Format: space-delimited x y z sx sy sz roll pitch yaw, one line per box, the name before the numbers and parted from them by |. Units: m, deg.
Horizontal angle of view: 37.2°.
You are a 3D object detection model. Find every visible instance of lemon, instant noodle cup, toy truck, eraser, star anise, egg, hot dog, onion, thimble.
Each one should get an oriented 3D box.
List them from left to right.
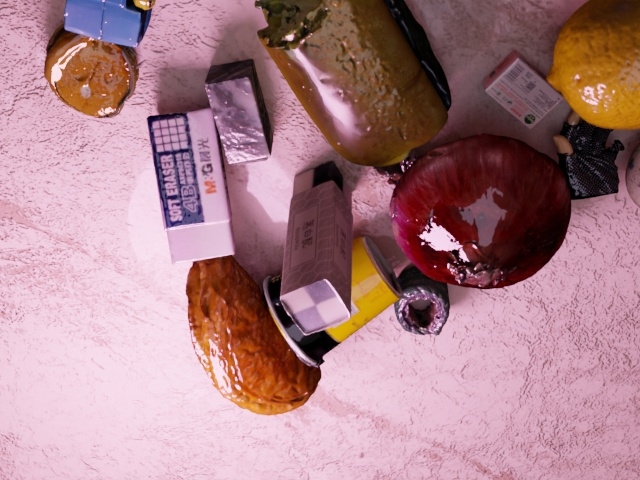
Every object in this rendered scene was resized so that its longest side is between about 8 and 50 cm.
toy truck | -0.326 -0.521 1.555 0.161 0.162 0.384 12 121 -6
eraser | -0.241 -0.105 1.810 0.130 0.086 0.287 -8 101 2
hot dog | -0.158 0.193 1.951 0.174 0.267 0.387 -32 120 10
eraser | 0.000 0.000 1.733 0.098 0.403 0.096 -23 121 16
instant noodle cup | 0.031 0.112 1.937 0.236 0.215 0.215 -31 117 12
star anise | 0.181 -0.136 1.844 0.129 0.056 0.124 -24 129 19
thimble | 0.211 0.128 1.996 0.119 0.090 0.135 2 125 4
onion | 0.298 -0.020 1.759 0.348 0.285 0.347 4 137 4
lemon | 0.532 -0.311 1.615 0.268 0.267 0.267 1 123 1
egg | 0.648 -0.133 1.781 0.141 0.141 0.181 3 126 0

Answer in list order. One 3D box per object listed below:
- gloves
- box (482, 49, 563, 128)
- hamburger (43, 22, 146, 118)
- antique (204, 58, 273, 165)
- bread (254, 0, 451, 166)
gloves | 0.501 -0.172 1.803 0.129 0.106 0.180 -8 93 4
box | 0.373 -0.278 1.755 0.125 0.043 0.089 37 117 -20
hamburger | -0.406 -0.315 1.728 0.186 0.113 0.177 -11 116 0
antique | -0.148 -0.233 1.777 0.086 0.088 0.183 -9 123 8
bread | 0.066 -0.299 1.669 0.251 0.208 0.376 -23 123 21
